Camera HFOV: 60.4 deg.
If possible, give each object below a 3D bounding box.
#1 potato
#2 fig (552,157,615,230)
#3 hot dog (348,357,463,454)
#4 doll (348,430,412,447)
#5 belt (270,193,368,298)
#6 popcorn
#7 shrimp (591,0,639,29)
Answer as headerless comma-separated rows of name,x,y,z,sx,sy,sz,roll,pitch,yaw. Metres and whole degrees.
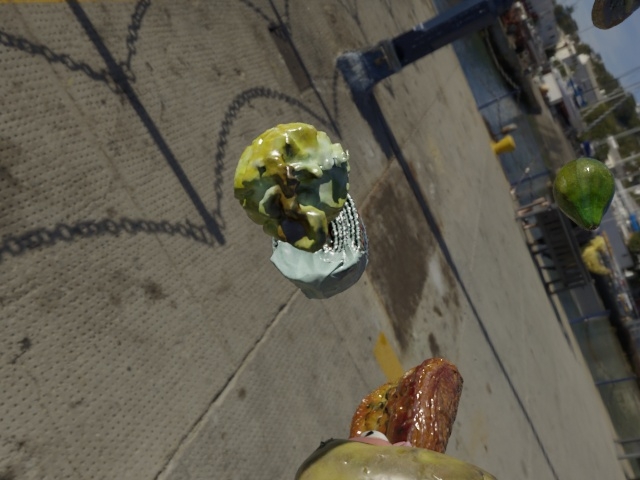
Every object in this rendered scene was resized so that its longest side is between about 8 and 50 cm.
potato,0.101,0.343,0.731,0.191,0.297,0.141,50,41,-61
fig,0.557,-0.092,1.156,0.123,0.123,0.156,50,33,-34
hot dog,0.191,0.407,1.225,0.174,0.267,0.387,44,32,0
doll,0.062,0.406,0.952,0.262,0.211,0.093,-30,102,-75
belt,0.000,0.000,1.237,0.150,0.207,0.257,47,37,-65
popcorn,-0.037,-0.078,0.863,0.198,0.198,0.212,47,23,-37
shrimp,0.591,-0.502,1.030,0.126,0.223,0.047,-6,48,-29
